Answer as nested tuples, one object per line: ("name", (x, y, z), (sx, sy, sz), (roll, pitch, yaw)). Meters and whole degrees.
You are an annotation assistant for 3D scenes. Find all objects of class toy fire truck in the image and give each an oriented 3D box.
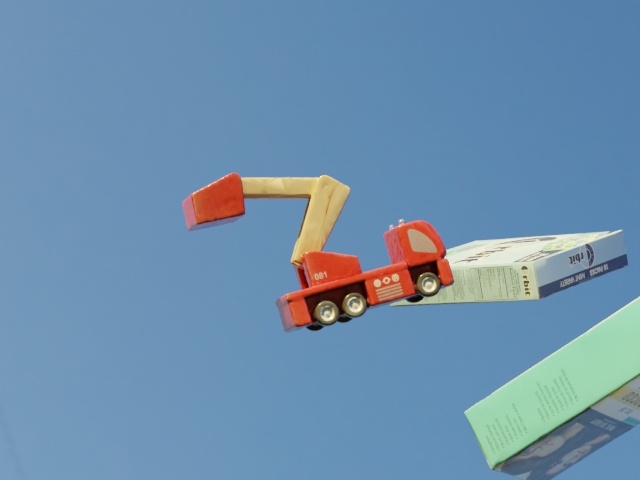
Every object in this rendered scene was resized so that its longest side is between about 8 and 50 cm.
("toy fire truck", (0.000, 0.000, 1.508), (0.047, 0.192, 0.135), (150, -76, -74))

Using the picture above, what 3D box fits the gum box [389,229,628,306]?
("gum box", (0.184, 0.027, 1.895), (0.184, 0.157, 0.041), (-4, -82, 43))

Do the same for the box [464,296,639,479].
("box", (0.250, 0.114, 1.607), (0.244, 0.100, 0.060), (-36, -121, 20))
